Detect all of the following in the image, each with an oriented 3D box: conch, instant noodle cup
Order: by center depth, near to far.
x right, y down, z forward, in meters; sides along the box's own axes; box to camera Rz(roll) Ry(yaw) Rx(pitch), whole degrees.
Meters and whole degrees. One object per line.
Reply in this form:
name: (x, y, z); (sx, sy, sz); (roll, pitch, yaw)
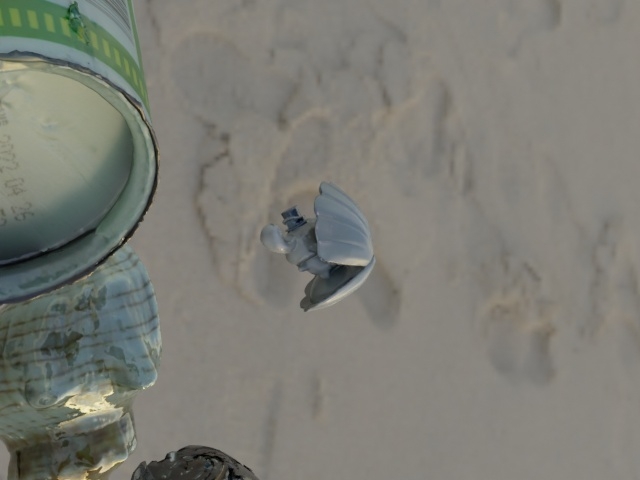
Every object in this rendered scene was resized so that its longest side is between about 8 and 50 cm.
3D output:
instant noodle cup: (-0.163, -0.100, 0.693); (0.207, 0.207, 0.233); (56, 7, -49)
conch: (-0.237, 0.108, 1.393); (0.169, 0.203, 0.386); (-48, 137, -66)

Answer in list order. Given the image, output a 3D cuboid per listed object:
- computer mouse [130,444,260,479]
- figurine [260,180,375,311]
computer mouse: (-0.072, 0.218, 1.032); (0.146, 0.077, 0.242); (54, 21, -21)
figurine: (0.000, 0.000, 1.184); (0.086, 0.082, 0.094); (54, 29, -24)
